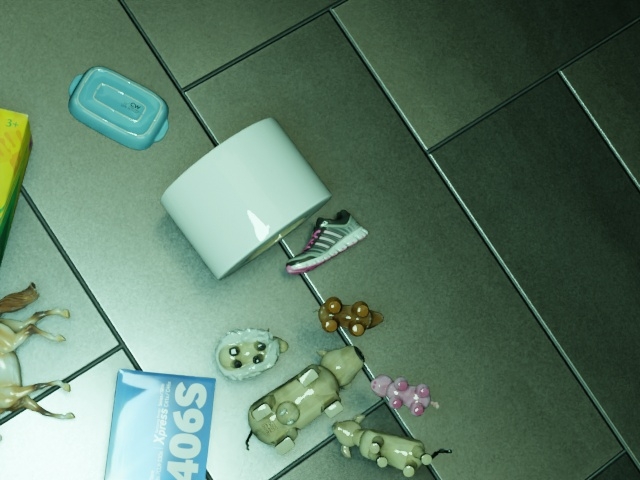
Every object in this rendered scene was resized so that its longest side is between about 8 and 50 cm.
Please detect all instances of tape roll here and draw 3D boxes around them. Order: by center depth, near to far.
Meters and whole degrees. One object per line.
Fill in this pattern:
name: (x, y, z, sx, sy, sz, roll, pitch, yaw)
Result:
tape roll: (-0.123, -0.069, 1.766, 0.246, 0.246, 0.169, -37, 88, -17)

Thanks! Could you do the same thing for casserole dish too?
casserole dish: (-0.356, -0.239, 1.858, 0.188, 0.037, 0.114, 28, 75, -6)

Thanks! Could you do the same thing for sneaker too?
sneaker: (0.000, 0.000, 1.874, 0.170, 0.063, 0.074, -31, 87, -21)

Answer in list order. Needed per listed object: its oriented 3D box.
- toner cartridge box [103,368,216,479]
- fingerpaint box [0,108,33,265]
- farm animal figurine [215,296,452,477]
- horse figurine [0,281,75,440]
toner cartridge box: (-0.273, 0.392, 1.724, 0.165, 0.075, 0.347, 7, 77, -10)
fingerpaint box: (-0.727, -0.064, 1.673, 0.445, 0.163, 0.371, 14, 76, -10)
farm animal figurine: (0.018, 0.266, 1.778, 0.327, 0.172, 0.330, -19, 91, -3)
horse figurine: (-0.495, 0.200, 1.710, 0.175, 0.066, 0.263, -3, 91, 0)
